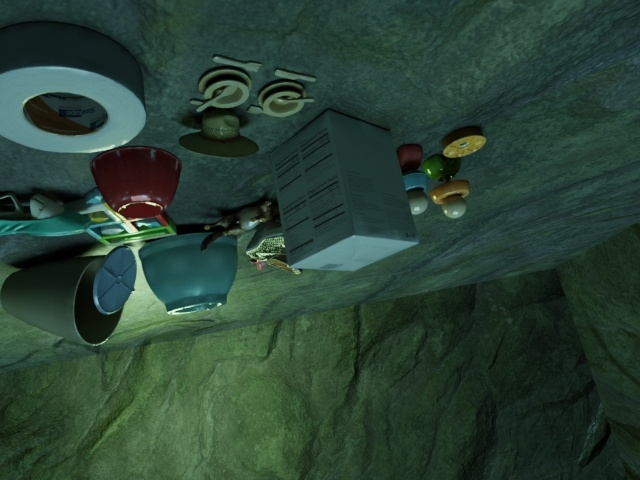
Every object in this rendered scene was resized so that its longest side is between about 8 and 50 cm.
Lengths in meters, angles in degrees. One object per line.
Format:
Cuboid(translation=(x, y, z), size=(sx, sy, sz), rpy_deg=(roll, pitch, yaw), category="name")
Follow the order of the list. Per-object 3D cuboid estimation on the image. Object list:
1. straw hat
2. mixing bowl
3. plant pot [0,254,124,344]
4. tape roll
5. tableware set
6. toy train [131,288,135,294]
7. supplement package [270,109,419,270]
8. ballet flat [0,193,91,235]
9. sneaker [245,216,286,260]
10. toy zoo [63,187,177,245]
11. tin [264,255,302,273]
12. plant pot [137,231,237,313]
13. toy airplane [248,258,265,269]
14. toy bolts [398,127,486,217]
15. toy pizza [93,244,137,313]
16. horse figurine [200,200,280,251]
Cuboid(translation=(-0.179, -0.201, 0.882), size=(0.144, 0.144, 0.061), rpy_deg=(-4, 121, -23), category="straw hat")
Cuboid(translation=(-0.372, -0.106, 1.012), size=(0.181, 0.098, 0.181), rpy_deg=(-11, 163, -4), category="mixing bowl")
Cuboid(translation=(-0.757, 0.160, 1.421), size=(0.273, 0.257, 0.256), rpy_deg=(3, 164, 8), category="plant pot")
Cuboid(translation=(-0.372, -0.212, 0.721), size=(0.219, 0.073, 0.219), rpy_deg=(-11, 162, -3), category="tape roll")
Cuboid(translation=(-0.110, -0.243, 0.840), size=(0.194, 0.039, 0.128), rpy_deg=(0, 159, -32), category="tableware set")
Cuboid(translation=(-0.706, 0.170, 1.788), size=(0.036, 0.027, 0.158), rpy_deg=(-19, 164, -12), category="toy train")
Cuboid(translation=(0.045, -0.091, 1.037), size=(0.199, 0.263, 0.198), rpy_deg=(6, 156, -43), category="supplement package")
Cuboid(translation=(-0.620, -0.055, 1.035), size=(0.247, 0.083, 0.087), rpy_deg=(-3, 122, -12), category="ballet flat")
Cuboid(translation=(-0.115, -0.026, 1.377), size=(0.105, 0.123, 0.290), rpy_deg=(33, 155, -27), category="sneaker")
Cuboid(translation=(-0.486, -0.056, 1.205), size=(0.192, 0.030, 0.293), rpy_deg=(-10, 163, -4), category="toy zoo")
Cuboid(translation=(-0.142, 0.062, 1.635), size=(0.189, 0.040, 0.106), rpy_deg=(18, 168, 19), category="tin")
Cuboid(translation=(-0.380, 0.110, 1.469), size=(0.292, 0.197, 0.293), rpy_deg=(-11, 169, -2), category="plant pot")
Cuboid(translation=(-0.187, 0.065, 1.775), size=(0.151, 0.028, 0.151), rpy_deg=(-11, 158, -5), category="toy airplane")
Cuboid(translation=(0.288, -0.149, 1.183), size=(0.228, 0.159, 0.218), rpy_deg=(-4, 161, -21), category="toy bolts")
Cuboid(translation=(-0.595, 0.111, 1.414), size=(0.032, 0.202, 0.201), rpy_deg=(11, 165, 10), category="toy pizza")
Cuboid(translation=(-0.199, -0.052, 1.305), size=(0.263, 0.066, 0.174), rpy_deg=(-23, -178, 9), category="horse figurine")
